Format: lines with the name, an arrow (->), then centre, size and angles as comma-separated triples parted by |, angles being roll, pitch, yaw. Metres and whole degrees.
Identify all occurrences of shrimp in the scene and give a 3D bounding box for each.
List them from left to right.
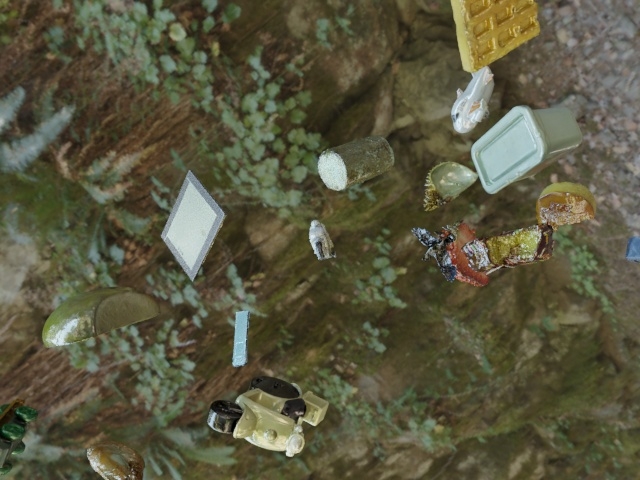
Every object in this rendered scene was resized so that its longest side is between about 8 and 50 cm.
shrimp -> -0.328, 0.379, 0.970 | 0.092, 0.043, 0.184 | 14, -176, -36

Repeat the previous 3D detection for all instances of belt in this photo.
belt -> 1.006, 0.032, 1.742 | 0.142, 0.082, 0.190 | 14, 177, -11

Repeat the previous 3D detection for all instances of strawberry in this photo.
strawberry -> 0.432, 0.053, 1.850 | 0.107, 0.175, 0.235 | -8, 104, 47

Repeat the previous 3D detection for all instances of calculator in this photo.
calculator -> -0.241, 0.299, 1.786 | 0.018, 0.057, 0.171 | 33, -130, -52

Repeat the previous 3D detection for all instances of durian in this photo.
durian -> 0.450, -0.197, 2.081 | 0.139, 0.252, 0.144 | 12, 124, 46

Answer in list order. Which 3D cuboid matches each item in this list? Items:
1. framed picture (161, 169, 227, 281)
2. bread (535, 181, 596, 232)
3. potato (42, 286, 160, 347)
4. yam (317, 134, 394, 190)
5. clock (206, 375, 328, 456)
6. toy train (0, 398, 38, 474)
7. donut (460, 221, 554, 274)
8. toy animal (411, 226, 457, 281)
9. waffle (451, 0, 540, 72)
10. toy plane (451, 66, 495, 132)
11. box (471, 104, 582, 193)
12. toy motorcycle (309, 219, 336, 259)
framed picture -> -0.486, -0.054, 2.200 | 0.016, 0.347, 0.265 | -9, -132, -48
bread -> 0.646, -0.095, 1.563 | 0.125, 0.086, 0.156 | 43, 143, -16
potato -> -0.522, 0.168, 1.353 | 0.255, 0.270, 0.111 | 163, 90, -76
yam -> 0.096, -0.194, 1.425 | 0.107, 0.194, 0.107 | 27, 129, 40
clock -> -0.141, 0.510, 1.723 | 0.277, 0.120, 0.379 | 21, -169, 16
toy train -> -0.645, 0.376, 1.136 | 0.136, 0.091, 0.228 | 21, -178, -14
donut -> 0.480, 0.027, 1.493 | 0.216, 0.231, 0.095 | 98, 159, -81
toy animal -> 0.334, 0.022, 1.668 | 0.062, 0.107, 0.220 | 3, -142, -35
waffle -> 0.411, -0.553, 1.372 | 0.055, 0.221, 0.247 | 43, 161, 50
toy plane -> 0.538, -0.502, 2.074 | 0.118, 0.244, 0.244 | 17, -171, -15
box -> 0.623, -0.282, 1.755 | 0.312, 0.183, 0.175 | 131, 123, -68
toy motorcycle -> 0.000, 0.000, 2.095 | 0.229, 0.074, 0.151 | -13, -94, -80
